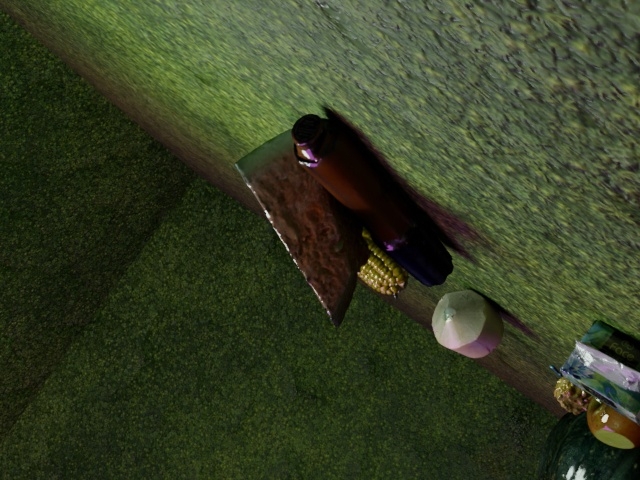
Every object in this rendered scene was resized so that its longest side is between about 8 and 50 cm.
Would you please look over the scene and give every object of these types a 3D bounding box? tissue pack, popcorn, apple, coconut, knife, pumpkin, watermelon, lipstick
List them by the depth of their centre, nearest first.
[{"bbox_3d":[0.366,0.160,1.083,0.111,0.085,0.079,34,174,37],"label":"tissue pack"},{"bbox_3d":[0.078,-0.043,1.181,0.077,0.077,0.418,32,174,38],"label":"lipstick"},{"bbox_3d":[0.000,0.000,1.198,0.256,0.140,0.193,66,-170,29],"label":"watermelon"},{"bbox_3d":[0.482,0.275,1.388,0.102,0.099,0.114,30,151,-2],"label":"apple"},{"bbox_3d":[0.264,0.149,1.600,0.116,0.116,0.122,32,180,44],"label":"coconut"},{"bbox_3d":[0.493,0.295,1.693,0.057,0.083,0.082,-81,-23,-62],"label":"popcorn"},{"bbox_3d":[0.557,0.462,1.809,0.197,0.263,0.293,42,175,-2],"label":"pumpkin"},{"bbox_3d":[0.513,0.287,1.897,0.014,0.005,0.091,34,177,39],"label":"knife"}]

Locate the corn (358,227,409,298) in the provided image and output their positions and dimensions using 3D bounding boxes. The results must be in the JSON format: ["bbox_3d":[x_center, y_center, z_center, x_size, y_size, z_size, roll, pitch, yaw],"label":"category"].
[{"bbox_3d":[0.043,-0.008,1.708,0.313,0.102,0.102,35,176,11],"label":"corn"}]
